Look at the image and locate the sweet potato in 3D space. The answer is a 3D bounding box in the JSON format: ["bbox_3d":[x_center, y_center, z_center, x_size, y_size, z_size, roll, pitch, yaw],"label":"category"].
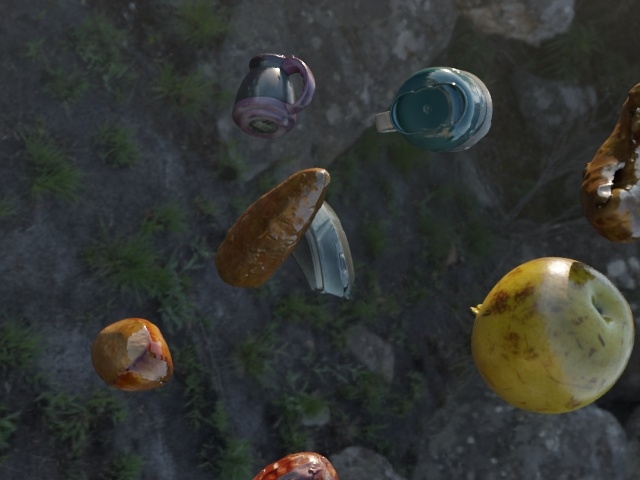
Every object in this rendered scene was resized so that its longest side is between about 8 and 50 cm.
[{"bbox_3d":[-0.065,-0.022,1.040,0.097,0.251,0.097,27,37,-23],"label":"sweet potato"}]

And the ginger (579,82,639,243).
[{"bbox_3d":[0.563,-0.128,1.293,0.172,0.165,0.321,47,58,-43],"label":"ginger"}]

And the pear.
[{"bbox_3d":[0.400,0.168,1.277,0.281,0.281,0.280,30,50,-45],"label":"pear"}]

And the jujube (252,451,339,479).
[{"bbox_3d":[-0.086,0.609,1.647,0.197,0.290,0.197,46,5,-5],"label":"jujube"}]

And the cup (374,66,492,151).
[{"bbox_3d":[0.285,-0.333,1.891,0.258,0.290,0.219,-17,98,-63],"label":"cup"}]

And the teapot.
[{"bbox_3d":[-0.091,-0.276,1.326,0.116,0.148,0.146,16,65,-27],"label":"teapot"}]

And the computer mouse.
[{"bbox_3d":[0.003,-0.001,1.304,0.126,0.071,0.231,-14,76,-58],"label":"computer mouse"}]

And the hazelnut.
[{"bbox_3d":[-0.358,0.228,1.399,0.150,0.150,0.150,30,50,-45],"label":"hazelnut"}]

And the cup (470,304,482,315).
[{"bbox_3d":[0.485,0.216,1.753,0.226,0.241,0.185,5,112,-54],"label":"cup"}]
